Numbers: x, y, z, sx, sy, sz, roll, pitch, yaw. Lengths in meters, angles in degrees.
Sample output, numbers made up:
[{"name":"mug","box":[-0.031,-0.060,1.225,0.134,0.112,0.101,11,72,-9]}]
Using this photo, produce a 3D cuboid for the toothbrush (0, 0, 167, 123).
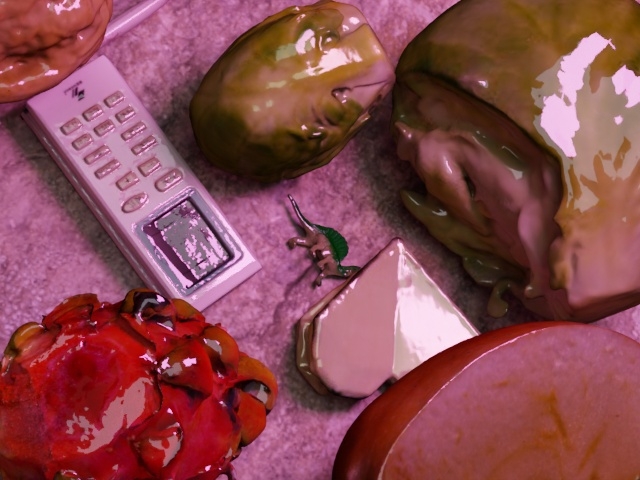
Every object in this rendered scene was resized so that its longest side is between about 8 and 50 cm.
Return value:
[{"name":"toothbrush","box":[-0.263,-0.186,1.566,0.307,0.025,0.029,-38,97,-24]}]

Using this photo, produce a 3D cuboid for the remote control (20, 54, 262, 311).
[{"name":"remote control","box":[-0.184,-0.052,1.535,0.103,0.055,0.277,-36,87,-23]}]

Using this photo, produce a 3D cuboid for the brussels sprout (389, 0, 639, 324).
[{"name":"brussels sprout","box":[0.259,-0.102,1.578,0.315,0.276,0.371,-22,83,-19]}]

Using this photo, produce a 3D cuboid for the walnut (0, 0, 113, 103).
[{"name":"walnut","box":[-0.329,-0.245,1.452,0.257,0.224,0.257,5,66,-12]}]

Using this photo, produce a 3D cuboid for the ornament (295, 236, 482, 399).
[{"name":"ornament","box":[0.079,0.085,1.578,0.201,0.059,0.180,9,76,-19]}]

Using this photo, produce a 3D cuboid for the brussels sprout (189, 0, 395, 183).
[{"name":"brussels sprout","box":[-0.036,-0.155,1.536,0.223,0.223,0.161,-31,70,-24]}]

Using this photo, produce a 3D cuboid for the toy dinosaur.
[{"name":"toy dinosaur","box":[0.000,0.001,1.602,0.060,0.029,0.120,-24,77,-39]}]

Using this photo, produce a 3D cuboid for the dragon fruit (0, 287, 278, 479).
[{"name":"dragon fruit","box":[-0.166,0.160,1.380,0.307,0.243,0.227,-4,86,-20]}]

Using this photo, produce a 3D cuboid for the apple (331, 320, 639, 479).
[{"name":"apple","box":[0.188,0.262,1.445,0.365,0.295,0.329,-11,52,-24]}]
